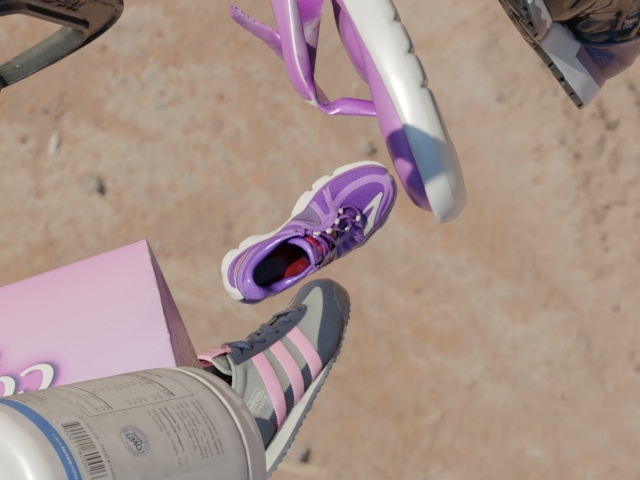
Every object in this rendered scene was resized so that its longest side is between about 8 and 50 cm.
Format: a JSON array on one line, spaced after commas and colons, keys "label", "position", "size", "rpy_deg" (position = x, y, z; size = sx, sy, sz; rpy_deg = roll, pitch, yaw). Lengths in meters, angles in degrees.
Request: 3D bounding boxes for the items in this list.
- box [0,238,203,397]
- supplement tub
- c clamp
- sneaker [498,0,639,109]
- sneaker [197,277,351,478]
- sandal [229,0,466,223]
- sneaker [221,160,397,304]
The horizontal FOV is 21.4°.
[{"label": "box", "position": [-0.140, 0.151, 0.814], "size": [0.214, 0.117, 0.243], "rpy_deg": [-19, 132, -1]}, {"label": "supplement tub", "position": [-0.076, 0.081, 0.551], "size": [0.071, 0.107, 0.071], "rpy_deg": [2, 94, 35]}, {"label": "c clamp", "position": [-0.161, -0.083, 0.746], "size": [0.137, 0.161, 0.022], "rpy_deg": [-32, 82, 20]}, {"label": "sneaker", "position": [0.164, -0.185, 1.064], "size": [0.124, 0.107, 0.283], "rpy_deg": [-37, 161, 9]}, {"label": "sneaker", "position": [-0.070, 0.138, 1.894], "size": [0.131, 0.319, 0.112], "rpy_deg": [42, 138, -18]}, {"label": "sandal", "position": [-0.012, -0.173, 1.163], "size": [0.102, 0.416, 0.169], "rpy_deg": [-26, 154, 5]}, {"label": "sneaker", "position": [0.000, 0.000, 1.384], "size": [0.068, 0.170, 0.071], "rpy_deg": [55, 166, -15]}]
